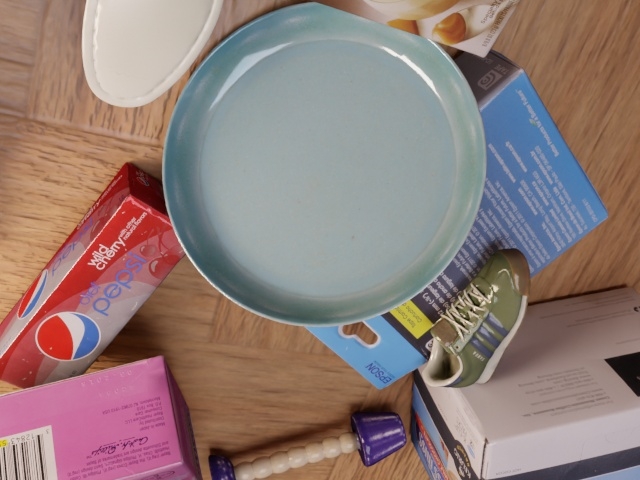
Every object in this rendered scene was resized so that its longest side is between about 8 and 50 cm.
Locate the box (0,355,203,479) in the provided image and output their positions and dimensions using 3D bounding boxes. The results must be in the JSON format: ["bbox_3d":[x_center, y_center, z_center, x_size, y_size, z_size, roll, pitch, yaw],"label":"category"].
[{"bbox_3d":[-0.256,0.242,0.787,0.214,0.117,0.243,-12,156,-10],"label":"box"}]

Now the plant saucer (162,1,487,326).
[{"bbox_3d":[0.001,-0.075,0.689,0.318,0.044,0.317,-1,87,11],"label":"plant saucer"}]

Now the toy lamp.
[{"bbox_3d":[-0.015,0.303,0.985,0.275,0.080,0.080,-14,123,-6],"label":"toy lamp"}]

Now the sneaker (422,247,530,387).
[{"bbox_3d":[0.168,0.098,0.786,0.086,0.064,0.192,-7,128,-24],"label":"sneaker"}]

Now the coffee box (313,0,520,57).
[{"bbox_3d":[0.062,-0.274,0.611,0.247,0.098,0.141,13,136,-14],"label":"coffee box"}]

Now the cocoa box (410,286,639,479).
[{"bbox_3d":[0.324,0.241,0.956,0.347,0.231,0.227,-9,122,-12],"label":"cocoa box"}]

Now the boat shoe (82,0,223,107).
[{"bbox_3d":[-0.134,-0.265,0.605,0.109,0.091,0.304,11,117,-32],"label":"boat shoe"}]

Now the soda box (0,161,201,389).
[{"bbox_3d":[-0.249,0.049,0.759,0.092,0.083,0.263,34,105,-31],"label":"soda box"}]

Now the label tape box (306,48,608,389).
[{"bbox_3d":[0.125,-0.014,0.810,0.348,0.115,0.249,-39,126,8],"label":"label tape box"}]
